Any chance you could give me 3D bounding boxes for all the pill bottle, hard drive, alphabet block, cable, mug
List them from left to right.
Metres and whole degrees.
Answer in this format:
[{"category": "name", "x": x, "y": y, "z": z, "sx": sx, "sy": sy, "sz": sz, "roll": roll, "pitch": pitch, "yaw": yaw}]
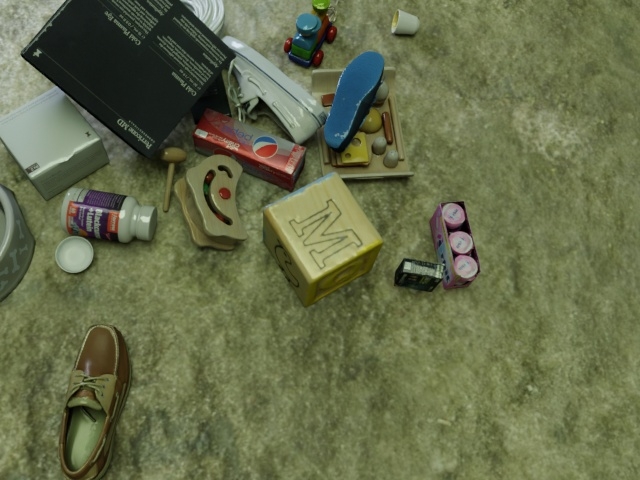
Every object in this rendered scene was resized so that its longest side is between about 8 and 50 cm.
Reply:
[{"category": "pill bottle", "x": -0.472, "y": -0.053, "z": 1.592, "sx": 0.193, "sy": 0.108, "sz": 0.108, "roll": 9, "pitch": 68, "yaw": -1}, {"category": "cable", "x": -0.369, "y": -0.554, "z": 1.798, "sx": 0.257, "sy": 0.089, "sz": 0.257, "roll": 19, "pitch": 63, "yaw": 10}, {"category": "hard drive", "x": -0.283, "y": -0.360, "z": 1.779, "sx": 0.094, "sy": 0.022, "sz": 0.135, "roll": -11, "pitch": 70, "yaw": -10}, {"category": "alphabet block", "x": 0.000, "y": 0.000, "z": 1.574, "sx": 0.193, "sy": 0.192, "sz": 0.197, "roll": -29, "pitch": 73, "yaw": -14}, {"category": "mug", "x": 0.232, "y": -0.590, "z": 1.901, "sx": 0.064, "sy": 0.062, "sz": 0.078, "roll": 9, "pitch": 74, "yaw": -10}]

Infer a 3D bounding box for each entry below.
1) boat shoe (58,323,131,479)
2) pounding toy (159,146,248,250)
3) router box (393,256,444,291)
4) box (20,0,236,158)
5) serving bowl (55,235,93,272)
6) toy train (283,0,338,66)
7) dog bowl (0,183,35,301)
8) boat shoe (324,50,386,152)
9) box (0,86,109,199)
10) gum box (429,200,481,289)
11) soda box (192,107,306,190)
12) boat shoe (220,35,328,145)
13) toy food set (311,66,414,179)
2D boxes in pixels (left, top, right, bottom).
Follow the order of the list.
[{"category": "boat shoe", "x": -0.459, "y": 0.327, "z": 1.436, "sx": 0.122, "sy": 0.120, "sz": 0.324, "roll": 2, "pitch": 68, "yaw": -5}, {"category": "pounding toy", "x": -0.267, "y": -0.098, "z": 1.652, "sx": 0.154, "sy": 0.155, "sz": 0.269, "roll": -14, "pitch": 78, "yaw": -41}, {"category": "router box", "x": 0.221, "y": 0.079, "z": 1.598, "sx": 0.092, "sy": 0.122, "sz": 0.038, "roll": 9, "pitch": 72, "yaw": -1}, {"category": "box", "x": -0.430, "y": -0.414, "z": 1.586, "sx": 0.343, "sy": 0.179, "sz": 0.312, "roll": 42, "pitch": 83, "yaw": -25}, {"category": "serving bowl", "x": -0.551, "y": 0.033, "z": 1.591, "sx": 0.083, "sy": 0.027, "sz": 0.083, "roll": 1, "pitch": 78, "yaw": -5}, {"category": "toy train", "x": -0.002, "y": -0.586, "z": 1.830, "sx": 0.105, "sy": 0.143, "sz": 0.248, "roll": 25, "pitch": 68, "yaw": 4}, {"category": "dog bowl", "x": -0.815, "y": -0.006, "z": 1.546, "sx": 0.348, "sy": 0.102, "sz": 0.349, "roll": 2, "pitch": 69, "yaw": -4}, {"category": "boat shoe", "x": 0.073, "y": -0.331, "z": 1.687, "sx": 0.109, "sy": 0.089, "sz": 0.258, "roll": 28, "pitch": 79, "yaw": 17}, {"category": "box", "x": -0.623, "y": -0.225, "z": 1.641, "sx": 0.181, "sy": 0.119, "sz": 0.182, "roll": -36, "pitch": 76, "yaw": -18}, {"category": "gum box", "x": 0.311, "y": 0.016, "z": 1.640, "sx": 0.062, "sy": 0.107, "sz": 0.188, "roll": -6, "pitch": 69, "yaw": -8}, {"category": "soda box", "x": -0.170, "y": -0.216, "z": 1.695, "sx": 0.263, "sy": 0.092, "sz": 0.083, "roll": 23, "pitch": 68, "yaw": 4}, {"category": "boat shoe", "x": -0.157, "y": -0.351, "z": 1.734, "sx": 0.367, "sy": 0.136, "sz": 0.156, "roll": 41, "pitch": 86, "yaw": 18}, {"category": "toy food set", "x": 0.102, "y": -0.289, "z": 1.750, "sx": 0.219, "sy": 0.092, "sz": 0.306, "roll": -4, "pitch": 68, "yaw": -7}]
